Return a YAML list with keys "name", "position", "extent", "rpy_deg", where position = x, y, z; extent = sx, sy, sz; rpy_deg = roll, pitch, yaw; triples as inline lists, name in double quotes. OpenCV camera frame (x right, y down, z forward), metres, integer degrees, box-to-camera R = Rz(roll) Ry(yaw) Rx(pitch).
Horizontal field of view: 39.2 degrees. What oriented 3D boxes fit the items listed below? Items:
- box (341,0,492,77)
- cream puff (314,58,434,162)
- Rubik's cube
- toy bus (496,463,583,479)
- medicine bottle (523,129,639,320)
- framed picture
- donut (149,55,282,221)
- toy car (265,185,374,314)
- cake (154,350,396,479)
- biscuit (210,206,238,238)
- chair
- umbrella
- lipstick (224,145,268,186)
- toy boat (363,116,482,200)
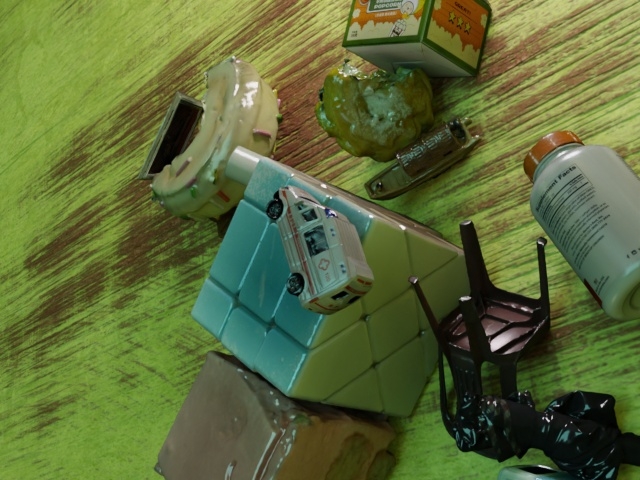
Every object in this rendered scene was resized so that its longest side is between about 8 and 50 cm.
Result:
- name: "box"
  position: [0.178, -0.395, 1.652]
  extent: [0.194, 0.177, 0.148]
  rpy_deg: [9, 83, 46]
- name: "cream puff"
  position: [0.099, -0.239, 1.685]
  extent: [0.194, 0.220, 0.195]
  rpy_deg: [-175, 90, -82]
- name: "Rubik's cube"
  position: [0.027, 0.082, 1.551]
  extent: [0.316, 0.318, 0.322]
  rpy_deg: [33, 100, 46]
- name: "toy bus"
  position: [0.305, 0.462, 1.278]
  extent: [0.164, 0.133, 0.272]
  rpy_deg: [15, 92, 43]
- name: "medicine bottle"
  position: [0.412, -0.035, 1.323]
  extent: [0.157, 0.157, 0.289]
  rpy_deg: [-47, 49, 24]
- name: "framed picture"
  position: [-0.339, -0.235, 2.093]
  extent: [0.016, 0.273, 0.217]
  rpy_deg: [26, 96, 3]
- name: "donut"
  position: [-0.213, -0.208, 1.957]
  extent: [0.307, 0.150, 0.371]
  rpy_deg: [27, 89, 59]
- name: "toy car"
  position: [0.000, 0.000, 1.317]
  extent: [0.108, 0.089, 0.210]
  rpy_deg: [-32, 60, 28]
- name: "cake"
  position: [-0.073, 0.369, 1.566]
  extent: [0.314, 0.306, 0.293]
  rpy_deg: [25, 94, 45]
- name: "biscuit"
  position: [-0.179, -0.081, 2.007]
  extent: [0.215, 0.034, 0.182]
  rpy_deg: [-22, 62, 39]
- name: "chair"
  position: [0.270, 0.162, 1.434]
  extent: [0.175, 0.183, 0.327]
  rpy_deg: [18, 135, 45]
- name: "umbrella"
  position: [0.330, 0.273, 1.291]
  extent: [0.272, 0.110, 0.122]
  rpy_deg: [8, 46, 14]
- name: "lipstick"
  position: [-0.061, -0.104, 1.769]
  extent: [0.254, 0.070, 0.070]
  rpy_deg: [25, 96, 6]
- name: "toy boat"
  position: [0.178, -0.145, 1.613]
  extent: [0.225, 0.088, 0.068]
  rpy_deg: [-31, 60, 12]
